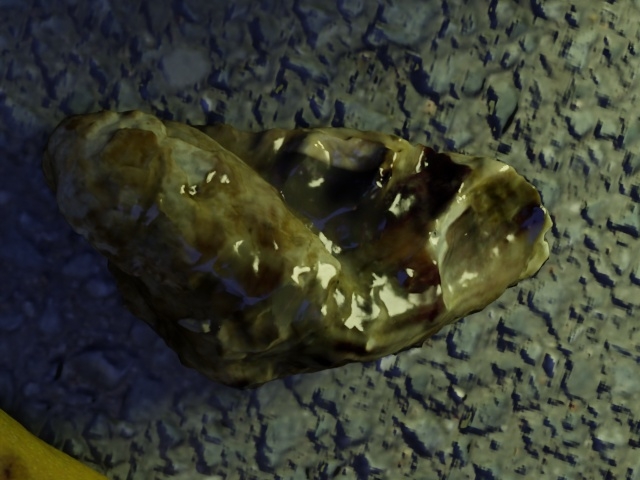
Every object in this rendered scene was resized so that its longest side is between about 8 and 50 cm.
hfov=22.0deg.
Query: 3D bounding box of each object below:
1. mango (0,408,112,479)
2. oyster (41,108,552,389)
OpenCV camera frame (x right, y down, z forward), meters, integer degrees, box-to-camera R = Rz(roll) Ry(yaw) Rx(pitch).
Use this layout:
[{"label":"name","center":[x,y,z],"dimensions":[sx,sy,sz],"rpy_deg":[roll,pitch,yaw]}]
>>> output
[{"label":"mango","center":[-0.165,0.208,0.901],"dimensions":[0.192,0.146,0.316],"rpy_deg":[-35,93,-6]},{"label":"oyster","center":[0.000,-0.005,0.923],"dimensions":[0.294,0.094,0.166],"rpy_deg":[-9,93,-14]}]
